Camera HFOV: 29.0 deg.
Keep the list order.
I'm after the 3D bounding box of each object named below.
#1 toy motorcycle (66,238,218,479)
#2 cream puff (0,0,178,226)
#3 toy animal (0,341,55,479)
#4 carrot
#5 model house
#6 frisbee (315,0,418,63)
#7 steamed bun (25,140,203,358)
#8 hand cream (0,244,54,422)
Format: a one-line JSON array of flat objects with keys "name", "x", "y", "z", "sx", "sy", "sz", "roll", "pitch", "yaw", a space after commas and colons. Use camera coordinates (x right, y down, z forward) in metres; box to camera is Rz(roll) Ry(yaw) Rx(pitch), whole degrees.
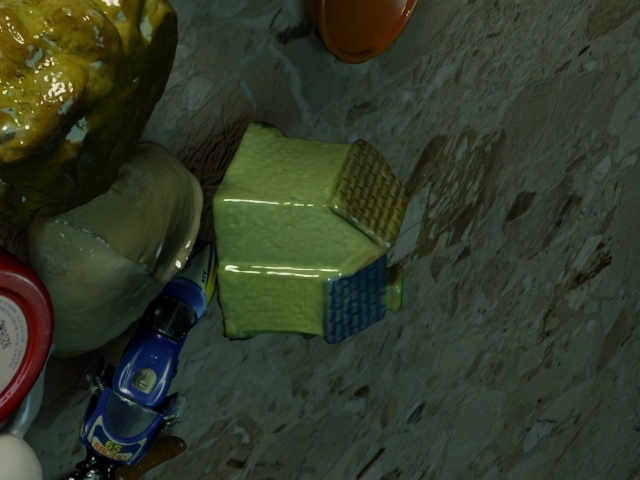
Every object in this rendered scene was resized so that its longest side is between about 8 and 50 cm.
[{"name": "toy motorcycle", "x": -0.180, "y": 0.139, "z": 1.245, "sx": 0.169, "sy": 0.113, "sz": 0.315, "roll": -53, "pitch": -168, "yaw": 53}, {"name": "cream puff", "x": -0.216, "y": -0.131, "z": 0.981, "sx": 0.244, "sy": 0.196, "sz": 0.244, "roll": -34, "pitch": 161, "yaw": -14}, {"name": "toy animal", "x": -0.302, "y": 0.190, "z": 1.111, "sx": 0.104, "sy": 0.221, "sz": 0.131, "roll": -27, "pitch": 157, "yaw": 37}, {"name": "carrot", "x": -0.228, "y": 0.266, "z": 1.414, "sx": 0.191, "sy": 0.047, "sz": 0.047, "roll": -26, "pitch": 134, "yaw": -47}, {"name": "model house", "x": 0.000, "y": 0.000, "z": 1.326, "sx": 0.195, "sy": 0.189, "sz": 0.214, "roll": -65, "pitch": 158, "yaw": -53}, {"name": "frisbee", "x": 0.052, "y": -0.292, "z": 1.379, "sx": 0.192, "sy": 0.035, "sz": 0.192, "roll": -34, "pitch": 139, "yaw": -37}, {"name": "steamed bun", "x": -0.182, "y": -0.001, "z": 1.168, "sx": 0.212, "sy": 0.110, "sz": 0.231, "roll": -54, "pitch": 172, "yaw": -29}, {"name": "hand cream", "x": -0.334, "y": 0.074, "z": 1.048, "sx": 0.193, "sy": 0.125, "sz": 0.193, "roll": -33, "pitch": 139, "yaw": -34}]
